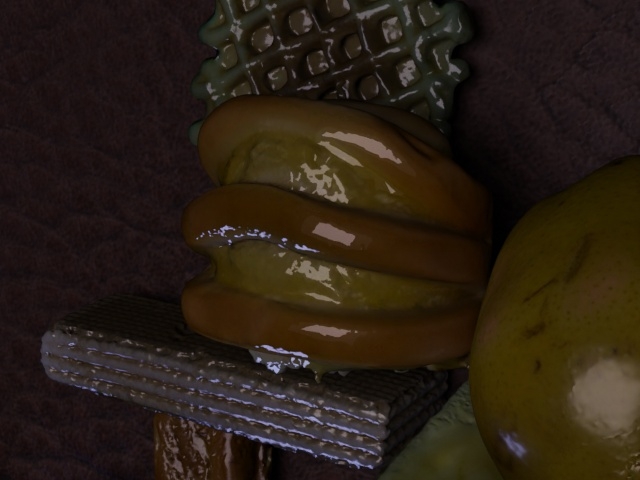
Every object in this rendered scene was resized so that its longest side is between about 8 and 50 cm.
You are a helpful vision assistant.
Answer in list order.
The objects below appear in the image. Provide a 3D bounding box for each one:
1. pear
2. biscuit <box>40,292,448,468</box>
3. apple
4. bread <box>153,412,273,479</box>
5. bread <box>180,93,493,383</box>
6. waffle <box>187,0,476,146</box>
[{"bbox_3d":[0.267,0.097,1.196,0.285,0.336,0.285,16,143,13],"label":"pear"},{"bbox_3d":[-0.084,0.133,1.467,0.426,0.144,0.078,11,111,29],"label":"biscuit"},{"bbox_3d":[0.150,0.252,1.285,0.193,0.265,0.120,30,138,19],"label":"apple"},{"bbox_3d":[-0.107,0.301,1.526,0.139,0.077,0.270,-2,93,28],"label":"bread"},{"bbox_3d":[0.000,0.000,1.308,0.316,0.211,0.270,12,111,35],"label":"bread"},{"bbox_3d":[0.006,-0.172,1.445,0.309,0.056,0.291,27,106,28],"label":"waffle"}]
